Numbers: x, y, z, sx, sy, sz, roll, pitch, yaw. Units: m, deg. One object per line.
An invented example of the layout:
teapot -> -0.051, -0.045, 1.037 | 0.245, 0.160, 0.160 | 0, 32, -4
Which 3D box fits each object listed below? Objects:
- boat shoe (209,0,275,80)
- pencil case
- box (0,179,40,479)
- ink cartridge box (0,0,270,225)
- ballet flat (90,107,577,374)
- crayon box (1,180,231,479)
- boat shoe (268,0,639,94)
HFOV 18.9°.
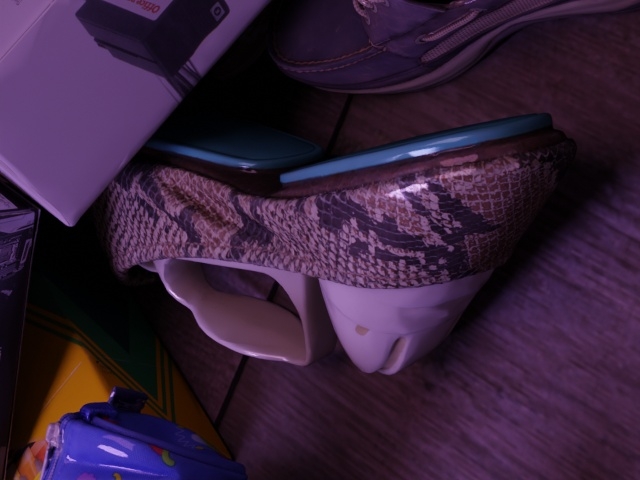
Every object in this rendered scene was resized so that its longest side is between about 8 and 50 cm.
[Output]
boat shoe -> -0.054, -0.182, 1.480 | 0.135, 0.045, 0.050 | -51, 49, 23
pencil case -> -0.166, 0.248, 1.251 | 0.306, 0.133, 0.119 | -64, 9, -3
box -> -0.337, 0.030, 1.480 | 0.307, 0.077, 0.242 | 33, 122, 44
ink cartridge box -> -0.156, -0.181, 1.409 | 0.307, 0.129, 0.223 | -49, 27, -7
ballet flat -> 0.000, 0.000, 1.326 | 0.483, 0.164, 0.182 | 5, 104, 51
crayon box -> -0.270, 0.189, 1.551 | 0.363, 0.106, 0.313 | -53, 48, 21
boat shoe -> 0.083, -0.195, 1.286 | 0.355, 0.130, 0.132 | -19, 66, 40
